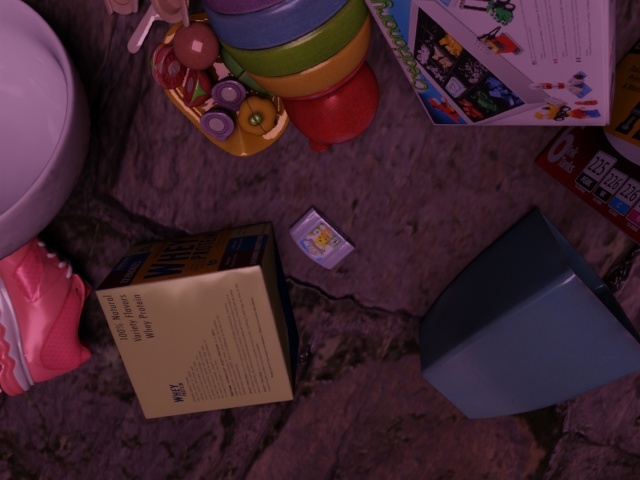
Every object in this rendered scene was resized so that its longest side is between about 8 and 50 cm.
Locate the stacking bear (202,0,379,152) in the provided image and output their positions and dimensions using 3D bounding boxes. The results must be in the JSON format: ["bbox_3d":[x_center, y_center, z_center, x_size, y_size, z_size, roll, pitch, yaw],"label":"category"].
[{"bbox_3d":[-0.022,-0.212,0.541,0.175,0.164,0.289,-49,144,-10],"label":"stacking bear"}]

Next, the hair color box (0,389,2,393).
[{"bbox_3d":[-0.549,0.234,0.833,0.093,0.053,0.167,39,110,-13],"label":"hair color box"}]

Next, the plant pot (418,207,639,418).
[{"bbox_3d":[0.251,0.117,0.703,0.165,0.166,0.234,43,115,-15],"label":"plant pot"}]

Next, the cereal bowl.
[{"bbox_3d":[-0.412,-0.105,0.582,0.338,0.339,0.141,1,158,-3],"label":"cereal bowl"}]

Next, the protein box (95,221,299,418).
[{"bbox_3d":[-0.148,0.104,0.719,0.201,0.136,0.200,-9,113,5],"label":"protein box"}]

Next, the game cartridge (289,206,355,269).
[{"bbox_3d":[0.000,0.000,0.736,0.083,0.017,0.056,42,112,-15],"label":"game cartridge"}]

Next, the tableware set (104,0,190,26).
[{"bbox_3d":[-0.190,-0.306,0.567,0.168,0.020,0.141,17,124,25],"label":"tableware set"}]

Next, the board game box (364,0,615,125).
[{"bbox_3d":[0.154,-0.198,0.483,0.192,0.305,0.053,8,75,30],"label":"board game box"}]

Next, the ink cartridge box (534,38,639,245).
[{"bbox_3d":[0.393,-0.109,0.518,0.130,0.309,0.272,32,110,-12],"label":"ink cartridge box"}]

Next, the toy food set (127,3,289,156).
[{"bbox_3d":[-0.130,-0.191,0.627,0.128,0.071,0.218,-41,106,17],"label":"toy food set"}]

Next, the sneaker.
[{"bbox_3d":[-0.390,0.046,0.737,0.136,0.115,0.314,-11,107,-30],"label":"sneaker"}]
